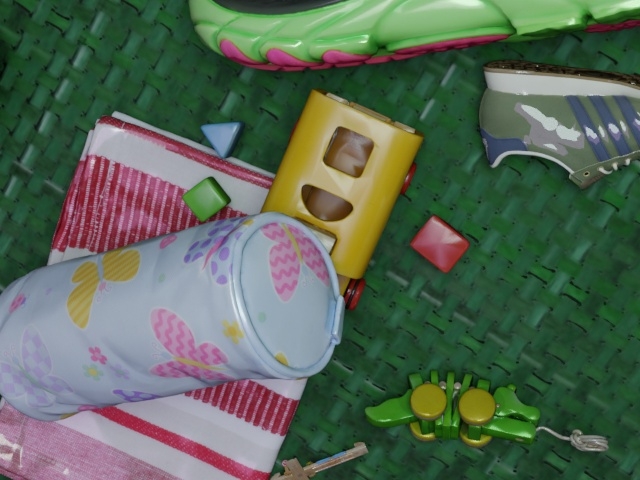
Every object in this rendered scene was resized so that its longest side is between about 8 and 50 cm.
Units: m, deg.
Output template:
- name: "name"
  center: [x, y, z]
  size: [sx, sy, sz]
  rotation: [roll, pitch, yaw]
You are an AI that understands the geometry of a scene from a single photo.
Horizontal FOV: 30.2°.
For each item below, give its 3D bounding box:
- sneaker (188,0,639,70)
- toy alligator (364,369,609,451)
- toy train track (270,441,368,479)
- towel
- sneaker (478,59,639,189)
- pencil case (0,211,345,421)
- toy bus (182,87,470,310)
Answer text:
- name: "sneaker"
  center: [0.135, -0.237, 0.806]
  size: [0.483, 0.185, 0.202]
  rotation: [-7, 97, 7]
- name: "toy alligator"
  center: [0.131, 0.131, 0.935]
  size: [0.190, 0.056, 0.051]
  rotation: [5, 60, 8]
- name: "toy train track"
  center: [-0.002, 0.182, 0.978]
  size: [0.083, 0.014, 0.048]
  rotation: [-21, 135, 3]
- name: "towel"
  center: [-0.126, 0.086, 0.974]
  size: [0.237, 0.037, 0.329]
  rotation: [22, 102, 4]
- name: "sneaker"
  center: [0.211, -0.080, 0.883]
  size: [0.192, 0.064, 0.086]
  rotation: [9, 108, 8]
- name: "pencil case"
  center: [-0.117, 0.061, 0.846]
  size: [0.273, 0.113, 0.124]
  rotation: [-15, 130, 36]
- name: "toy bus"
  center: [0.000, -0.013, 0.877]
  size: [0.191, 0.104, 0.202]
  rotation: [-22, 95, 8]
